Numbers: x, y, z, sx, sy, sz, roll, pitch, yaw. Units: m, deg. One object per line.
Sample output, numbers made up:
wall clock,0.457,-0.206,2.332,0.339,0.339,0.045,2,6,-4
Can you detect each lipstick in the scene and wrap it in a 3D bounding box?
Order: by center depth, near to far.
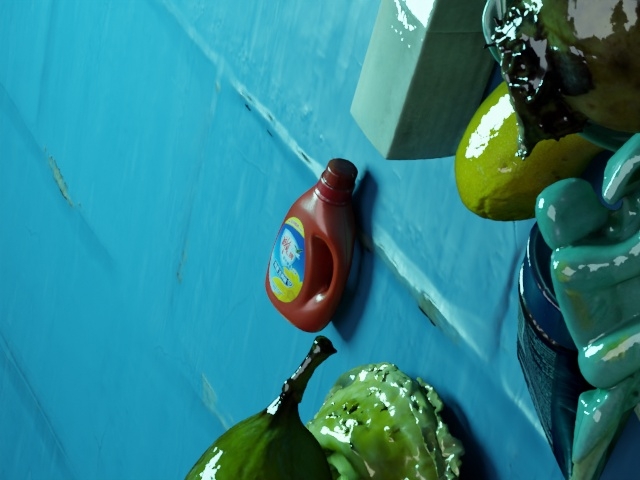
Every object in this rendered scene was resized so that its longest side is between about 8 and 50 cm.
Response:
lipstick,0.112,-0.230,1.461,0.076,0.080,0.371,55,140,42

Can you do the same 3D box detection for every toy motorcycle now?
toy motorcycle,0.220,0.034,1.166,0.198,0.109,0.296,12,108,14

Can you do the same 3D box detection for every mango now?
mango,0.158,-0.074,1.407,0.190,0.075,0.098,-39,76,53

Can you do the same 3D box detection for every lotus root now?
lotus root,0.224,-0.161,1.095,0.141,0.314,0.169,50,-163,-42

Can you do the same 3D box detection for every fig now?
fig,-0.042,0.207,1.597,0.170,0.146,0.274,24,101,52

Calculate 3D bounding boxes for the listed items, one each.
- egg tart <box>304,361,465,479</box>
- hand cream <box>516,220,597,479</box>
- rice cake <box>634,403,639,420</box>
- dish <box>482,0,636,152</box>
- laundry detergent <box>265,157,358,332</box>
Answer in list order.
egg tart,0.040,0.238,1.663,0.279,0.095,0.278,17,109,62
hand cream,0.166,0.079,1.369,0.270,0.061,0.120,88,163,-61
rice cake,0.228,0.089,1.337,0.034,0.043,0.211,107,147,-51
dish,0.223,-0.140,1.226,0.078,0.224,0.246,-32,-77,-73
laundry detergent,0.000,0.000,1.744,0.097,0.049,0.165,53,138,34
